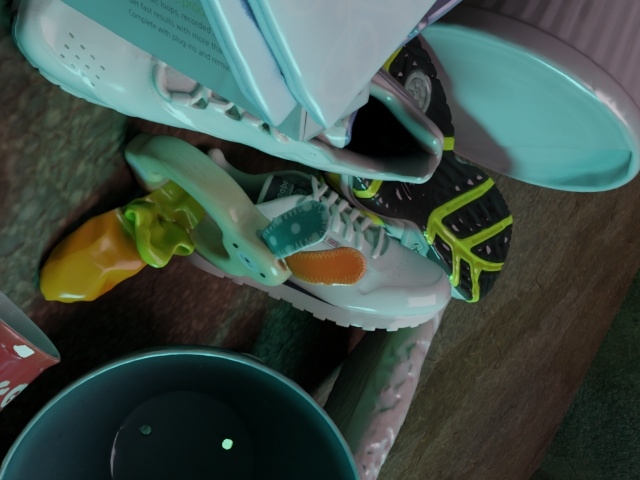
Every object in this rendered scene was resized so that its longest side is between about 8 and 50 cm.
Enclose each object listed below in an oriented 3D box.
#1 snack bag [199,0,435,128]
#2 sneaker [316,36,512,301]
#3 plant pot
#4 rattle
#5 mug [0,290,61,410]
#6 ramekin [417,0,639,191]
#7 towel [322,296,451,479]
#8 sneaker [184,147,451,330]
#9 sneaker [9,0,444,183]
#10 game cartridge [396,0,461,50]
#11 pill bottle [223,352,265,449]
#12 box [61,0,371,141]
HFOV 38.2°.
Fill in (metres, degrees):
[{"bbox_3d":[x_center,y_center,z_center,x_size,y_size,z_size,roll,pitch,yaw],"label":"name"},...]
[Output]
[{"bbox_3d":[0.048,-0.232,0.249,0.323,0.037,0.342,-50,153,-12],"label":"snack bag"},{"bbox_3d":[0.042,-0.072,0.844,0.145,0.147,0.385,-57,136,-23],"label":"sneaker"},{"bbox_3d":[-0.120,0.218,0.800,0.290,0.290,0.195,-55,-170,-1],"label":"plant pot"},{"bbox_3d":[-0.089,0.014,0.643,0.142,0.199,0.130,-33,143,-34],"label":"rattle"},{"bbox_3d":[-0.254,0.104,0.575,0.169,0.113,0.150,-47,151,-10],"label":"mug"},{"bbox_3d":[0.190,-0.165,0.859,0.127,0.273,0.273,-62,156,-13],"label":"ramekin"},{"bbox_3d":[0.034,0.215,1.043,0.332,0.053,0.317,-63,-179,-33],"label":"towel"},{"bbox_3d":[0.000,0.000,0.761,0.090,0.235,0.095,-75,-178,-62],"label":"sneaker"},{"bbox_3d":[-0.043,-0.108,0.588,0.297,0.129,0.111,11,105,-31],"label":"sneaker"},{"bbox_3d":[0.073,-0.274,0.521,0.355,0.230,0.068,-39,-164,-8],"label":"game cartridge"},{"bbox_3d":[-0.094,0.179,0.983,0.065,0.065,0.116,-16,133,-53],"label":"pill bottle"},{"bbox_3d":[-0.064,-0.225,0.372,0.058,0.232,0.322,-36,147,-38],"label":"box"}]
